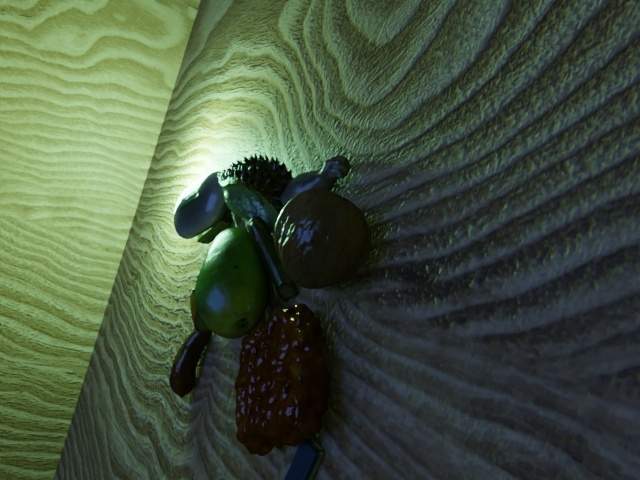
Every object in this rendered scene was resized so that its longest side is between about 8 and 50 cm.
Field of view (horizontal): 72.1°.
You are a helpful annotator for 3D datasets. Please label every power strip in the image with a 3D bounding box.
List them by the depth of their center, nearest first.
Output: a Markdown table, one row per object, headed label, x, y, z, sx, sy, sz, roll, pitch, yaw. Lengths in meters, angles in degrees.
| label | x | y | z | sx | sy | sz | roll | pitch | yaw |
| --- | --- | --- | --- | --- | --- | --- | --- | --- | --- |
| power strip | -0.037 | 0.500 | 0.970 | 0.056 | 0.032 | 0.123 | 33 | 102 | 53 |

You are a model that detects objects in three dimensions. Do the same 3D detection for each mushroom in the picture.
| label | x | y | z | sx | sy | sz | roll | pitch | yaw |
| --- | --- | --- | --- | --- | --- | --- | --- | --- | --- |
| mushroom | -0.018 | -0.153 | 1.175 | 0.225 | 0.093 | 0.116 | -32 | 31 | 49 |

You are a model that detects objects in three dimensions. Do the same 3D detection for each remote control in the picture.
| label | x | y | z | sx | sy | sz | roll | pitch | yaw |
| --- | --- | --- | --- | --- | --- | --- | --- | --- | --- |
| remote control | -0.442 | -0.129 | 1.624 | 0.332 | 0.103 | 0.221 | -23 | 61 | 40 |

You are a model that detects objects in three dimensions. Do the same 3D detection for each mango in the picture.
| label | x | y | z | sx | sy | sz | roll | pitch | yaw |
| --- | --- | --- | --- | --- | --- | --- | --- | --- | --- |
| mango | -0.260 | 0.113 | 1.291 | 0.225 | 0.201 | 0.382 | -45 | 40 | 29 |

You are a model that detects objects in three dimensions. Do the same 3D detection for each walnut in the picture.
| label | x | y | z | sx | sy | sz | roll | pitch | yaw |
| --- | --- | --- | --- | --- | --- | --- | --- | --- | --- |
| walnut | 0.000 | 0.000 | 0.991 | 0.228 | 0.227 | 0.228 | -26 | 56 | 46 |

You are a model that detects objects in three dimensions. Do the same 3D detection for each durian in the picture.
| label | x | y | z | sx | sy | sz | roll | pitch | yaw |
| --- | --- | --- | --- | --- | --- | --- | --- | --- | --- |
| durian | -0.200 | -0.160 | 1.382 | 0.394 | 0.163 | 0.198 | 20 | 133 | 38 |

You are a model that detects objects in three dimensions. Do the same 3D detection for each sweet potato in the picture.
| label | x | y | z | sx | sy | sz | roll | pitch | yaw |
| --- | --- | --- | --- | --- | --- | --- | --- | --- | --- |
| sweet potato | -0.451 | 0.397 | 1.522 | 0.097 | 0.097 | 0.292 | 20 | 90 | 55 |

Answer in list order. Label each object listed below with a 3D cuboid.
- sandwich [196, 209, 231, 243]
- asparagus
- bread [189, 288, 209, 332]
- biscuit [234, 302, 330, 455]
| label | x | y | z | sx | sy | sz | roll | pitch | yaw |
| --- | --- | --- | --- | --- | --- | --- | --- | --- | --- |
| sandwich | -0.399 | -0.133 | 1.710 | 0.212 | 0.063 | 0.245 | -32 | 52 | 38 |
| asparagus | -0.139 | 0.046 | 1.234 | 0.278 | 0.060 | 0.067 | 58 | 133 | 34 |
| bread | -0.351 | 0.188 | 1.442 | 0.160 | 0.140 | 0.169 | -65 | 35 | 20 |
| biscuit | -0.096 | 0.323 | 1.047 | 0.312 | 0.110 | 0.318 | -37 | 40 | 42 |
